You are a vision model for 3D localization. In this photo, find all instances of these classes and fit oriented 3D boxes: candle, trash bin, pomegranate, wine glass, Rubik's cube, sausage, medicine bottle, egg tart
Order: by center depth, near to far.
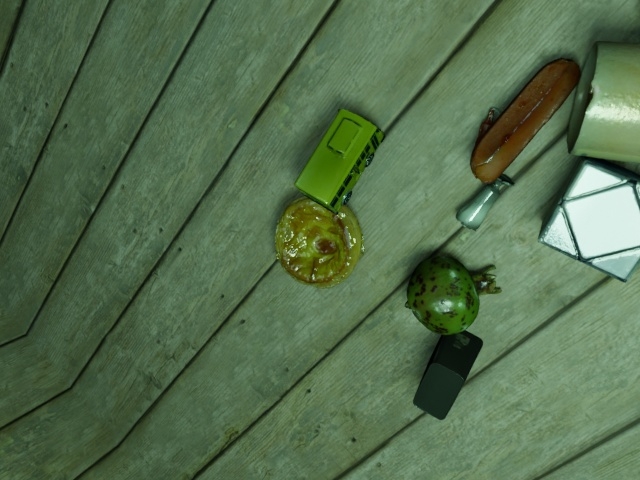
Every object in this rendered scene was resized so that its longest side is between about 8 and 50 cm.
[{"bbox_3d":[0.733,-0.259,1.021,0.406,0.236,0.235,12,109,17],"label":"medicine bottle"},{"bbox_3d":[0.634,-0.061,1.154,0.205,0.205,0.207,30,116,16],"label":"Rubik's cube"},{"bbox_3d":[0.473,-0.281,1.213,0.102,0.102,0.330,41,106,10],"label":"sausage"},{"bbox_3d":[0.417,-0.250,1.292,0.048,0.053,0.162,32,118,56],"label":"candle"},{"bbox_3d":[0.421,-0.102,1.320,0.072,0.072,0.155,40,117,11],"label":"wine glass"},{"bbox_3d":[0.349,0.136,1.360,0.263,0.211,0.211,-19,96,4],"label":"pomegranate"},{"bbox_3d":[0.342,0.355,1.399,0.115,0.225,0.165,28,115,18],"label":"trash bin"},{"bbox_3d":[0.000,0.000,1.529,0.295,0.116,0.294,6,104,25],"label":"egg tart"}]

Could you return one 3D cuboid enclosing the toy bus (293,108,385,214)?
[{"bbox_3d":[0.053,-0.217,1.382,0.128,0.150,0.262,32,91,17],"label":"toy bus"}]
